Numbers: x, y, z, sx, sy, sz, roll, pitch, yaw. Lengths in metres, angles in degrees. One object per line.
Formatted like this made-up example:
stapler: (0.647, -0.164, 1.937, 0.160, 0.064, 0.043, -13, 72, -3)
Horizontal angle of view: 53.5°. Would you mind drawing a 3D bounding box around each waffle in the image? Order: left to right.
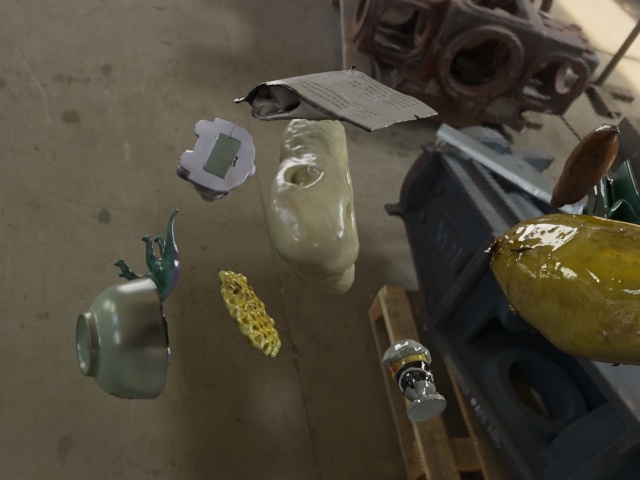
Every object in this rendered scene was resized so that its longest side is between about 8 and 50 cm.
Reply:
waffle: (-0.182, 0.190, 1.621, 0.056, 0.261, 0.250, -31, 81, 2)

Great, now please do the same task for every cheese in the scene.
cheese: (0.000, 0.000, 1.071, 0.130, 0.328, 0.351, -4, 38, 4)

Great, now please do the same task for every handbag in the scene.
handbag: (0.549, 0.020, 1.261, 0.089, 0.326, 0.238, 7, 37, 11)

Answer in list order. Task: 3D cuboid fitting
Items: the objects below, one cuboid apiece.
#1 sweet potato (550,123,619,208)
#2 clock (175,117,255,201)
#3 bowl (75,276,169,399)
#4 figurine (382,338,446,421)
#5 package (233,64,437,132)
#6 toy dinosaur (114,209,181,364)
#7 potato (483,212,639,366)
sweet potato: (0.364, -0.092, 0.891, 0.057, 0.264, 0.057, -1, 70, 3)
clock: (-0.274, -0.181, 1.623, 0.189, 0.254, 0.188, 3, 79, -17)
bowl: (-0.568, 0.280, 1.771, 0.185, 0.353, 0.353, -2, 49, -33)
figurine: (0.285, 0.409, 1.895, 0.176, 0.133, 0.236, 42, 20, -45)
package: (0.023, -0.216, 0.958, 0.251, 0.062, 0.204, 19, 31, 31)
toy dinosaur: (-0.454, 0.152, 1.920, 0.331, 0.383, 0.129, 50, 21, 7)
potato: (0.312, 0.050, 0.692, 0.173, 0.140, 0.300, -39, 29, -18)
